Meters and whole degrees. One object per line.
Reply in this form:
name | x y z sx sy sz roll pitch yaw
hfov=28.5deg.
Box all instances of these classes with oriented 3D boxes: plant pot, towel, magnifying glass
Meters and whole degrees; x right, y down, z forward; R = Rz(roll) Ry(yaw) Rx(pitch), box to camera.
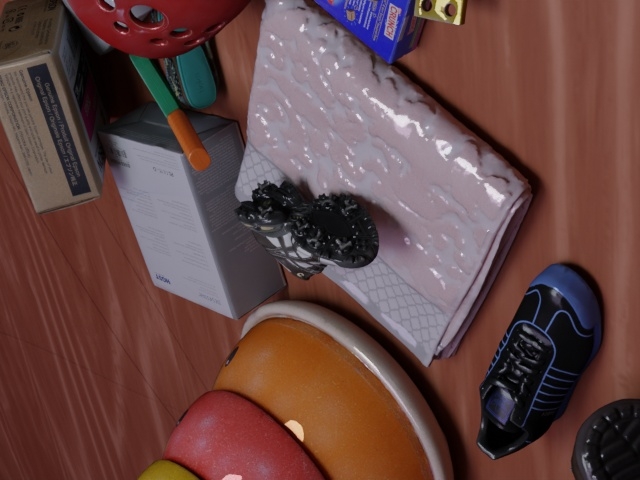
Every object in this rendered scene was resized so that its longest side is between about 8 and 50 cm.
plant pot | -0.131 -0.283 1.182 0.174 0.191 0.191 -14 108 52
towel | 0.044 -0.056 1.289 0.332 0.053 0.317 42 147 19
magnifying glass | -0.169 -0.148 1.426 0.092 0.026 0.231 57 178 -40

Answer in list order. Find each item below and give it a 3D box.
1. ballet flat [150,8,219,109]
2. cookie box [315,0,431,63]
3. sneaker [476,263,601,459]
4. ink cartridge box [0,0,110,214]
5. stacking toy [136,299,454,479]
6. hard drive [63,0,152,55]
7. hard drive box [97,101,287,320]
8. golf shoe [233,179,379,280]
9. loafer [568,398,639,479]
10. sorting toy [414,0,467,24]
ballet flat | -0.157 -0.234 1.388 0.070 0.070 0.188 28 137 37
cookie box | 0.047 -0.227 1.131 0.107 0.040 0.092 44 146 19
sneaker | 0.202 0.125 1.206 0.081 0.090 0.232 36 144 29
ink cartridge box | -0.327 -0.175 1.537 0.235 0.088 0.193 -102 -2 -59
stacking toy | -0.112 0.321 1.445 0.350 0.480 0.351 34 143 31
hard drive | -0.267 -0.314 1.383 0.203 0.040 0.307 60 168 -9
hard drive box | -0.157 -0.039 1.544 0.181 0.089 0.232 19 133 45
golf shoe | 0.000 0.000 1.296 0.198 0.077 0.094 25 151 49
loafer | 0.354 0.311 1.169 0.366 0.133 0.130 62 173 7
sorting toy | 0.025 -0.285 1.057 0.274 0.046 0.132 42 124 21
